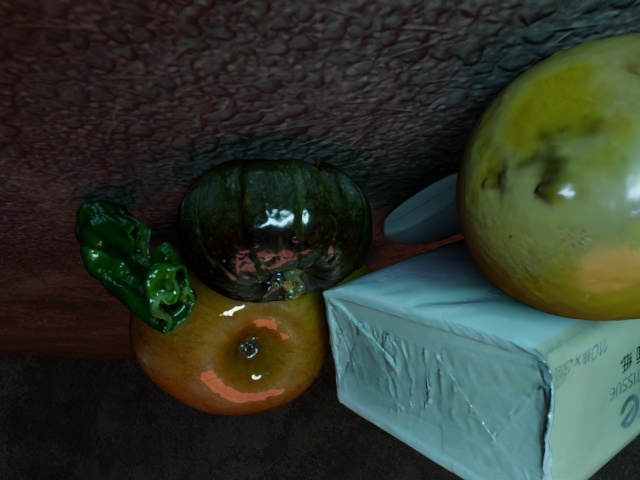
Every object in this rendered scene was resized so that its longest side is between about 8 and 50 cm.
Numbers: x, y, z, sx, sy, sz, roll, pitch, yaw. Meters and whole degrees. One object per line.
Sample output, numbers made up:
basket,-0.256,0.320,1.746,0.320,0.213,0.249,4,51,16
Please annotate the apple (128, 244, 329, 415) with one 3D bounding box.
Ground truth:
apple,-0.135,0.132,0.841,0.299,0.298,0.275,7,-175,-31

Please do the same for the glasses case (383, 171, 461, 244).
glasses case,0.170,-0.041,0.733,0.092,0.059,0.233,6,162,-22

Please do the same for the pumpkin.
pumpkin,-0.053,-0.004,0.646,0.238,0.159,0.238,-2,159,-1

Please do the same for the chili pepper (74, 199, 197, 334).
chili pepper,-0.232,0.028,0.654,0.084,0.099,0.253,-12,-149,-39

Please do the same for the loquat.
loquat,0.229,-0.045,0.450,0.244,0.243,0.244,-3,164,-1

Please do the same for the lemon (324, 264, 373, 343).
lemon,0.038,0.120,1.061,0.179,0.178,0.203,0,176,-11

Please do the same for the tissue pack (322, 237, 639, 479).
tissue pack,0.260,0.112,0.684,0.405,0.205,0.332,-15,-164,-32
